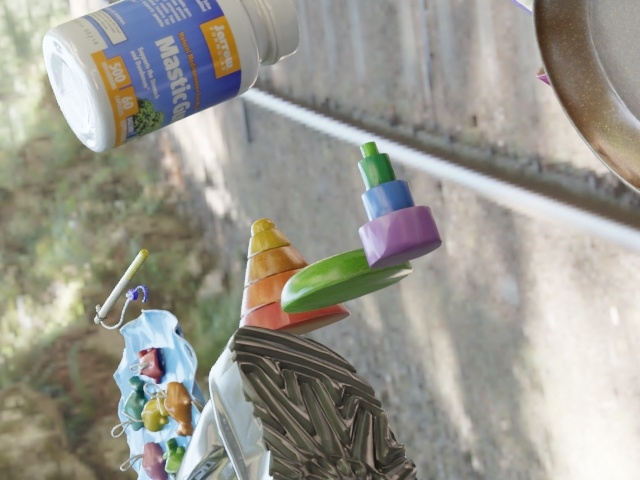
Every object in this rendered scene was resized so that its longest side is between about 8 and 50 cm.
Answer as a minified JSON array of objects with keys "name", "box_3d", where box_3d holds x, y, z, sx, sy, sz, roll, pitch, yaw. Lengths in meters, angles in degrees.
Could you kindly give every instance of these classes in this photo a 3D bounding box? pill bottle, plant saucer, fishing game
[{"name":"pill bottle","box_3d":[-0.165,-0.218,1.621,0.152,0.272,0.152,49,154,34]},{"name":"plant saucer","box_3d":[0.214,-0.111,0.906,0.198,0.036,0.199,48,158,27]},{"name":"fishing game","box_3d":[-0.132,0.147,1.117,0.189,0.041,0.264,-42,59,56]}]

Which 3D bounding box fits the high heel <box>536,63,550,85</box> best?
[{"name":"high heel","box_3d":[0.340,-0.265,1.732,0.244,0.117,0.082,92,-168,-60]}]

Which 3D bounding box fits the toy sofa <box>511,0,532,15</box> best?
[{"name":"toy sofa","box_3d":[0.259,-0.266,1.304,0.362,0.150,0.177,41,108,24]}]

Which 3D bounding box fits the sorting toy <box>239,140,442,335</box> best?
[{"name":"sorting toy","box_3d":[0.000,0.000,1.339,0.365,0.127,0.126,-41,64,62]}]

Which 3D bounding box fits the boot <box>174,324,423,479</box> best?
[{"name":"boot","box_3d":[-0.077,0.323,0.809,0.445,0.146,0.367,-60,19,19]}]
